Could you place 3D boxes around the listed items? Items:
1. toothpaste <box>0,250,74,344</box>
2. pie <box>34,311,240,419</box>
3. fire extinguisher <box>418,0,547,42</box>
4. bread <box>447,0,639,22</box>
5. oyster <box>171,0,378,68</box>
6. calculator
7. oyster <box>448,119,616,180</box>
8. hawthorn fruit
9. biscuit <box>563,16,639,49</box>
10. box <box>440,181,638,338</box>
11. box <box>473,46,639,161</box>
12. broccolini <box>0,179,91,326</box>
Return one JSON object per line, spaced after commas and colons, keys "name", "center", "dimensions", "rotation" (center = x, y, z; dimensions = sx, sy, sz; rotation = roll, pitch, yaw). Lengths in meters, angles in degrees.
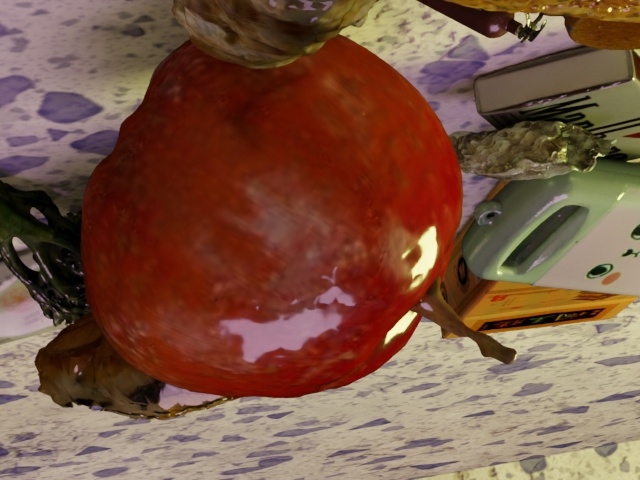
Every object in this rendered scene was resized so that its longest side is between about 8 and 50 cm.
{"name": "toothpaste", "center": [-0.328, 0.071, 1.574], "dimensions": [0.323, 0.066, 0.100], "rotation": [-16, 135, 17]}
{"name": "pie", "center": [-0.053, 0.035, 1.353], "dimensions": [0.308, 0.085, 0.308], "rotation": [-26, -169, 6]}
{"name": "fire extinguisher", "center": [0.093, -0.140, 1.056], "dimensions": [0.046, 0.100, 0.032], "rotation": [-35, 146, -43]}
{"name": "bread", "center": [0.152, -0.163, 0.993], "dimensions": [0.211, 0.083, 0.114], "rotation": [0, 166, -25]}
{"name": "oyster", "center": [-0.051, -0.158, 0.893], "dimensions": [0.166, 0.094, 0.294], "rotation": [-7, 160, 26]}
{"name": "calculator", "center": [0.222, -0.009, 1.435], "dimensions": [0.246, 0.045, 0.141], "rotation": [8, 144, -29]}
{"name": "oyster", "center": [0.148, -0.069, 1.301], "dimensions": [0.098, 0.037, 0.100], "rotation": [7, -163, 42]}
{"name": "hawthorn fruit", "center": [0.000, 0.000, 1.115], "dimensions": [0.271, 0.242, 0.242], "rotation": [24, 170, 13]}
{"name": "biscuit", "center": [0.237, -0.157, 1.157], "dimensions": [0.175, 0.026, 0.124], "rotation": [-14, 165, 17]}
{"name": "box", "center": [0.214, 0.013, 1.651], "dimensions": [0.174, 0.076, 0.274], "rotation": [-5, 164, -11]}
{"name": "box", "center": [0.192, -0.093, 1.336], "dimensions": [0.115, 0.036, 0.177], "rotation": [-13, 164, 21]}
{"name": "broccolini", "center": [-0.201, 0.005, 1.378], "dimensions": [0.068, 0.091, 0.202], "rotation": [24, 170, 20]}
